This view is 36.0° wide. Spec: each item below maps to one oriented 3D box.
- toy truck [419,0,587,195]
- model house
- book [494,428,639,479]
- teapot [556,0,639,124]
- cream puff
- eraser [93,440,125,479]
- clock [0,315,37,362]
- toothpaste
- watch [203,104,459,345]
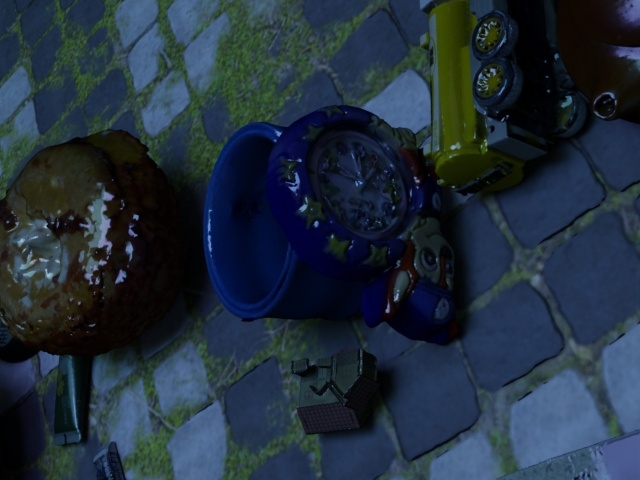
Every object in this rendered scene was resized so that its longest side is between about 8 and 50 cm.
[{"bbox_3d":[0.135,-0.156,0.796,0.114,0.098,0.227,-23,59,47],"label":"toy truck"},{"bbox_3d":[0.015,0.127,0.817,0.083,0.057,0.058,-13,60,36],"label":"model house"},{"bbox_3d":[0.205,0.194,0.651,0.181,0.014,0.127,-28,56,31],"label":"book"},{"bbox_3d":[0.249,-0.192,0.686,0.178,0.135,0.252,17,86,40],"label":"teapot"},{"bbox_3d":[-0.233,0.004,1.017,0.240,0.164,0.240,-6,82,45],"label":"cream puff"},{"bbox_3d":[-0.210,0.248,0.993,0.027,0.019,0.099,-42,51,21],"label":"eraser"},{"bbox_3d":[-0.369,0.055,1.197,0.184,0.040,0.185,-17,63,36],"label":"clock"},{"bbox_3d":[-0.273,0.123,1.092,0.049,0.031,0.204,-16,65,37],"label":"toothpaste"},{"bbox_3d":[-0.005,-0.008,0.833,0.200,0.171,0.196,-23,59,50],"label":"watch"}]
